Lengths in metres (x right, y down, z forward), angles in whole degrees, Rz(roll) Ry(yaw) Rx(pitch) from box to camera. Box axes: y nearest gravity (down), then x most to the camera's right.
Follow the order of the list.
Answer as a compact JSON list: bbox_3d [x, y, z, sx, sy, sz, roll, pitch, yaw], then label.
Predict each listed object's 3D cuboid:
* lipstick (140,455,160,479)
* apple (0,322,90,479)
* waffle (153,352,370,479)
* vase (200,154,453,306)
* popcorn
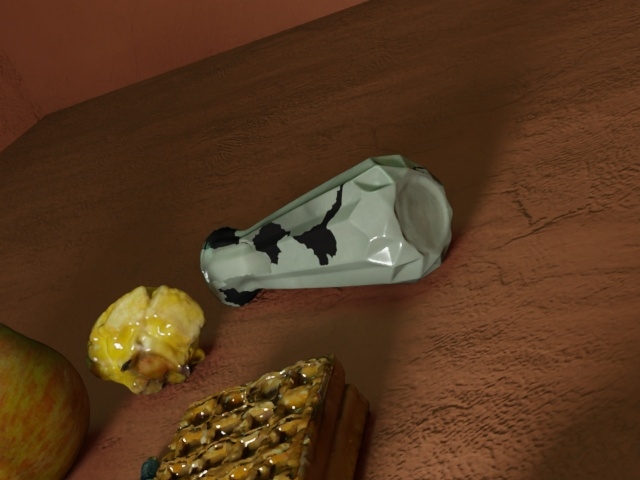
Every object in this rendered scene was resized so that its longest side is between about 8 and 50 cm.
[{"bbox_3d":[-0.194,0.274,1.384,0.037,0.037,0.116,-30,18,2],"label":"lipstick"},{"bbox_3d":[-0.424,0.233,1.498,0.264,0.264,0.264,-27,22,12],"label":"apple"},{"bbox_3d":[-0.075,0.252,1.196,0.213,0.091,0.308,-22,23,23],"label":"waffle"},{"bbox_3d":[0.000,0.000,1.582,0.360,0.165,0.165,-16,26,44],"label":"vase"},{"bbox_3d":[-0.227,0.129,1.602,0.167,0.148,0.152,-39,42,9],"label":"popcorn"}]
